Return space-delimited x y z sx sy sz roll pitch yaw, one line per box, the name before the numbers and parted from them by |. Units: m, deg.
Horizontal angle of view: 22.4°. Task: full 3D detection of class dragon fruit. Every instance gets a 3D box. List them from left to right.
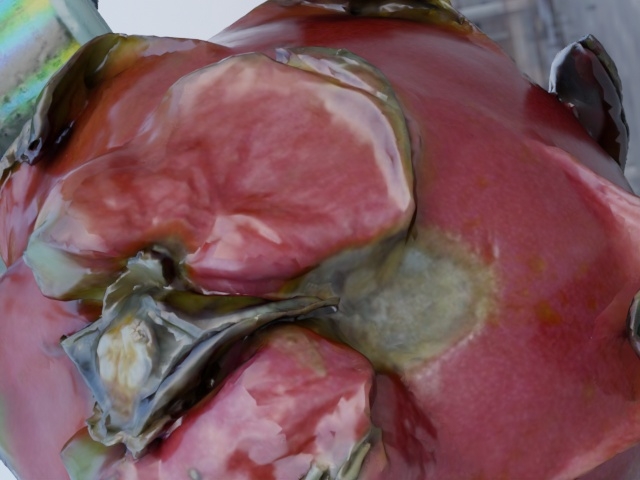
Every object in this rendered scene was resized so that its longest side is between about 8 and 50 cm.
dragon fruit | 0.012 0.026 0.618 0.226 0.305 0.306 99 165 -69

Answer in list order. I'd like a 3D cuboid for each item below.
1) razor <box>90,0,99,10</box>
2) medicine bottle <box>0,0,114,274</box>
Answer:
razor | -0.258 -0.179 1.182 0.033 0.190 0.066 101 168 -65
medicine bottle | -0.194 -0.034 0.792 0.121 0.229 0.083 54 179 9
